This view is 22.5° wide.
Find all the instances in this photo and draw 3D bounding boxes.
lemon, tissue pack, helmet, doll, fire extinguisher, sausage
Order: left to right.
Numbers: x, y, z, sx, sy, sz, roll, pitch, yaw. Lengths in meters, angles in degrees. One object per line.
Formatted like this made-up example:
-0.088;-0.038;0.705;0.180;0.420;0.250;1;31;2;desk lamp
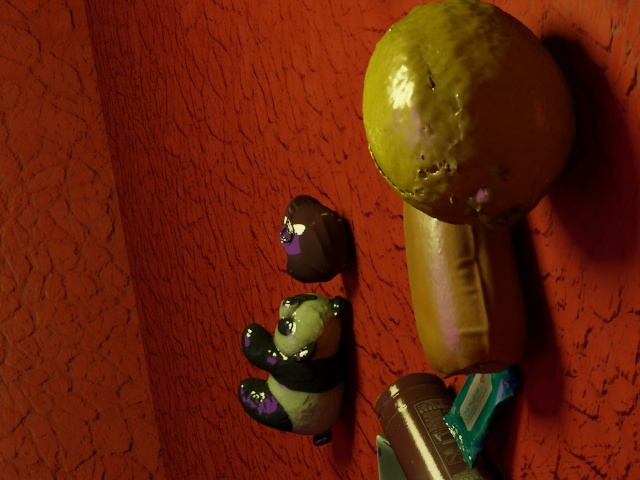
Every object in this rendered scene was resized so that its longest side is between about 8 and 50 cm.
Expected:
-0.027;0.173;2.283;0.135;0.143;0.234;23;124;34;doll
0.000;0.000;2.194;0.070;0.098;0.123;6;105;42;helmet
0.146;0.278;1.848;0.269;0.105;0.104;-116;26;-43;fire extinguisher
0.141;-0.031;1.727;0.134;0.116;0.353;99;162;-77;sausage
0.142;-0.123;1.553;0.204;0.204;0.260;108;149;-52;lemon
0.184;0.179;1.797;0.138;0.028;0.085;-63;32;30;tissue pack

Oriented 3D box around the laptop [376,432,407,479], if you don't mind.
0.130;0.370;2.072;0.269;0.015;0.187;-157;61;-68;laptop
